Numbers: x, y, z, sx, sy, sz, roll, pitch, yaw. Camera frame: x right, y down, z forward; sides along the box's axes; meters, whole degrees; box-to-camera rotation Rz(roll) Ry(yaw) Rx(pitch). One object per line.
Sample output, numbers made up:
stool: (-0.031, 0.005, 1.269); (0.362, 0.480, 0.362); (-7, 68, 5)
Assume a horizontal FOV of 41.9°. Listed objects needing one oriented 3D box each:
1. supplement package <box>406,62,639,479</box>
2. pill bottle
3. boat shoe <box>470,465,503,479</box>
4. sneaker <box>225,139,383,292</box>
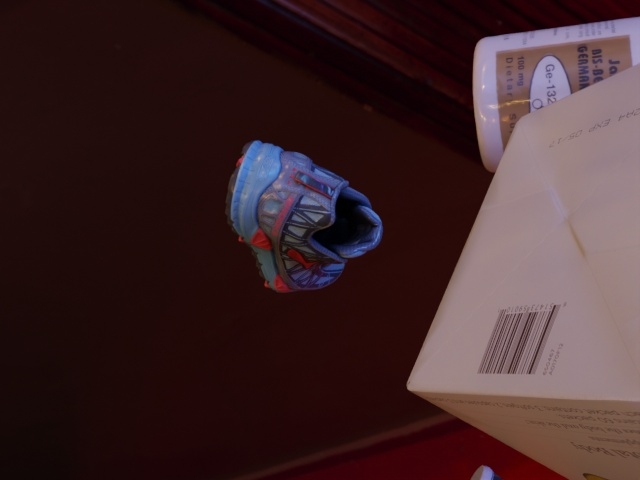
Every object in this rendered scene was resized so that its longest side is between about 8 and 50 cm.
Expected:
supplement package: (0.231, 0.054, 0.455); (0.198, 0.262, 0.199); (-64, 16, -17)
pill bottle: (0.263, -0.136, 0.772); (0.229, 0.131, 0.131); (-4, 64, 19)
boat shoe: (0.172, 0.324, 0.944); (0.142, 0.040, 0.049); (-58, 0, -27)
sneaker: (0.000, 0.000, 0.818); (0.125, 0.262, 0.104); (15, 76, 19)
